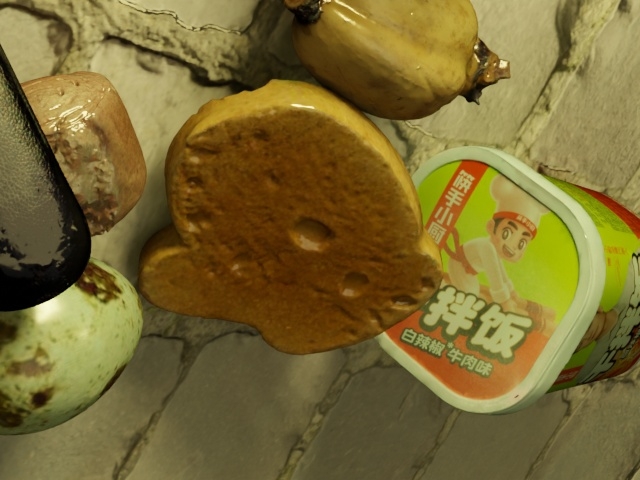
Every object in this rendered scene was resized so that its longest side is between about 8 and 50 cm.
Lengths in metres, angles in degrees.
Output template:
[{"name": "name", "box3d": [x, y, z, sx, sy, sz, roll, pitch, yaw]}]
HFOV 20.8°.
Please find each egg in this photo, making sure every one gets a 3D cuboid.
[{"name": "egg", "box3d": [-0.258, 0.086, 1.583, 0.231, 0.169, 0.169, -16, 134, -47]}]

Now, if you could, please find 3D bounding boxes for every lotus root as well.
[{"name": "lotus root", "box3d": [0.062, -0.201, 1.657, 0.257, 0.140, 0.154, 24, 76, -43]}]

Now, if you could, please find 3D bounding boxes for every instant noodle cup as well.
[{"name": "instant noodle cup", "box3d": [0.248, 0.048, 1.984, 0.308, 0.294, 0.294, 4, 121, -55]}]

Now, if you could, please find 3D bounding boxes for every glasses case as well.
[{"name": "glasses case", "box3d": [-0.286, -0.084, 1.393, 0.122, 0.075, 0.314, -27, 113, -6]}]

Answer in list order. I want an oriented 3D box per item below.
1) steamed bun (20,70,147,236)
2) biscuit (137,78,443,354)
[{"name": "steamed bun", "box3d": [-0.238, -0.064, 1.514, 0.175, 0.106, 0.145, -29, 137, -16]}, {"name": "biscuit", "box3d": [-0.044, -0.008, 1.719, 0.287, 0.057, 0.343, -25, 131, 12]}]
